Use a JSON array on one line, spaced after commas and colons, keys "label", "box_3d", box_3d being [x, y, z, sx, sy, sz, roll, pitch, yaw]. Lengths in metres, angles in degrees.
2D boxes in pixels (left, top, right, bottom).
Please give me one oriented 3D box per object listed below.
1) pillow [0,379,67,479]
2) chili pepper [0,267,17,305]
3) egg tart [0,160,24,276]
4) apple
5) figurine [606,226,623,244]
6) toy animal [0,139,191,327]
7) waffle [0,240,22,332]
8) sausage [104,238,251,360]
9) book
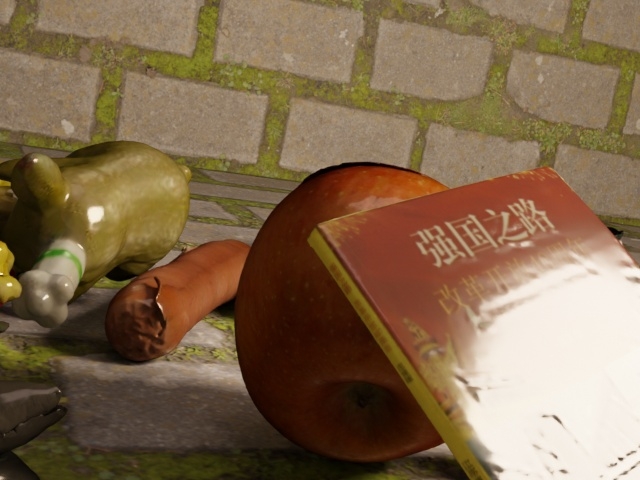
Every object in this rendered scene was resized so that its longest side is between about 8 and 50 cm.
[{"label": "pillow", "box_3d": [-0.349, 0.110, 0.650, 0.228, 0.101, 0.326, 0, 12, -39]}, {"label": "chili pepper", "box_3d": [-0.386, 0.041, 1.025, 0.192, 0.086, 0.084, 8, -30, 49]}, {"label": "egg tart", "box_3d": [-0.470, -0.036, 1.239, 0.345, 0.132, 0.345, 11, 10, -2]}, {"label": "apple", "box_3d": [0.046, 0.070, 0.791, 0.252, 0.272, 0.206, 33, 44, -7]}, {"label": "figurine", "box_3d": [0.233, 0.111, 0.812, 0.138, 0.245, 0.110, -6, 12, -34]}, {"label": "toy animal", "box_3d": [-0.277, -0.018, 1.005, 0.180, 0.181, 0.363, -18, 6, 21]}, {"label": "waffle", "box_3d": [-0.437, 0.006, 0.674, 0.380, 0.095, 0.382, 14, 11, 40]}, {"label": "sausage", "box_3d": [-0.154, 0.058, 1.143, 0.094, 0.094, 0.419, 2, 8, 12]}, {"label": "book", "box_3d": [0.187, 0.110, 0.622, 0.263, 0.028, 0.374, -16, 62, -38]}]
